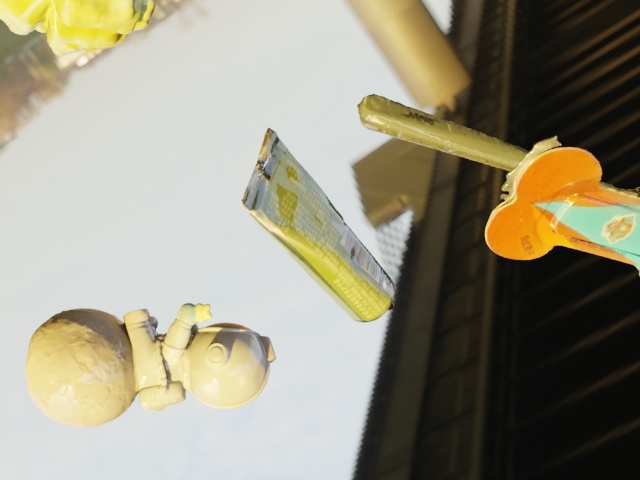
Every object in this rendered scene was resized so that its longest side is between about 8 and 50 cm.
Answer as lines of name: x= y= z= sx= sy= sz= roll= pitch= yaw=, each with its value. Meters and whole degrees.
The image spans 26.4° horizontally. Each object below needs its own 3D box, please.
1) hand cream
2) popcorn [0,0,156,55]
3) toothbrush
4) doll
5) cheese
hand cream: x=0.000 y=0.000 z=1.265 sx=0.055 sy=0.235 sz=0.086 roll=-8 pitch=-129 yaw=33
popcorn: x=-0.125 y=-0.163 z=0.649 sx=0.162 sy=0.135 sz=0.141 roll=-42 pitch=173 yaw=-46
toothbrush: x=0.172 y=-0.070 z=1.187 sx=0.030 sy=0.297 sz=0.030 roll=129 pitch=-22 yaw=-74
doll: x=-0.196 y=0.148 z=1.612 sx=0.287 sy=0.150 sz=0.151 roll=-2 pitch=-161 yaw=3
cheese: x=0.214 y=0.001 z=0.813 sx=0.106 sy=0.256 sz=0.037 roll=-59 pitch=-154 yaw=34
